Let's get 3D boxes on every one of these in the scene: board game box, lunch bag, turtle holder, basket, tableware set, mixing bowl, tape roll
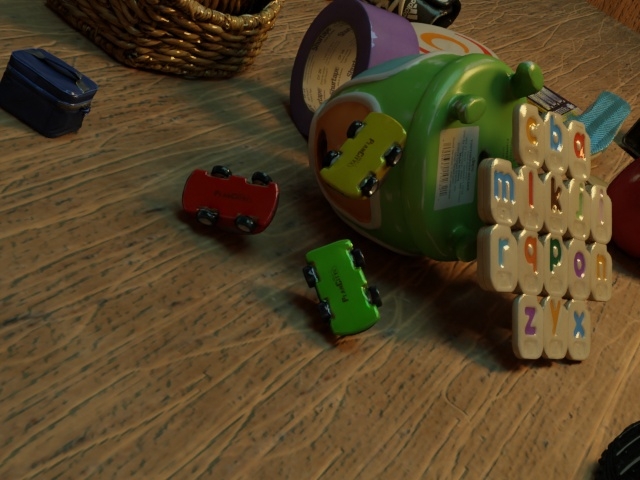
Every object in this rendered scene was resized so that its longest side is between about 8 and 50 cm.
[{"bbox_3d":[0.402,-0.244,2.127,0.141,0.048,0.170,37,25,13],"label":"board game box"},{"bbox_3d":[-0.282,-0.157,1.202,0.098,0.065,0.067,32,25,8],"label":"lunch bag"},{"bbox_3d":[0.133,-0.121,1.350,0.227,0.243,0.320,12,45,34],"label":"turtle holder"},{"bbox_3d":[-0.168,-0.357,1.526,0.213,0.223,0.299,39,25,21],"label":"basket"},{"bbox_3d":[0.512,-0.062,1.926,0.169,0.020,0.141,4,36,-46],"label":"tableware set"},{"bbox_3d":[0.484,-0.041,1.720,0.181,0.098,0.181,22,59,-43],"label":"mixing bowl"},{"bbox_3d":[0.042,-0.218,1.519,0.080,0.189,0.189,13,29,-33],"label":"tape roll"}]

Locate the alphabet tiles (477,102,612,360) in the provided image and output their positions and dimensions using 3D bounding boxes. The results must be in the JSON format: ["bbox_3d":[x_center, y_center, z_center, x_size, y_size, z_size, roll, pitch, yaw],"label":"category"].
[{"bbox_3d":[0.256,-0.005,1.294,0.021,0.278,0.284,-3,-7,40],"label":"alphabet tiles"}]

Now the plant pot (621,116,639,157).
[{"bbox_3d":[0.738,-0.189,2.242,0.167,0.187,0.188,22,22,-47],"label":"plant pot"}]

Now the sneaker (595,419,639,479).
[{"bbox_3d":[0.336,0.262,1.044,0.108,0.100,0.271,45,12,-28],"label":"sneaker"}]

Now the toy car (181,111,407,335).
[{"bbox_3d":[0.000,0.000,1.157,0.239,0.053,0.225,-19,65,-3],"label":"toy car"}]

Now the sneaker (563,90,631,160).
[{"bbox_3d":[0.469,-0.177,2.031,0.087,0.092,0.229,39,46,16],"label":"sneaker"}]

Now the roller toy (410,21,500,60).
[{"bbox_3d":[0.161,-0.224,1.709,0.191,0.146,0.209,0,33,-30],"label":"roller toy"}]

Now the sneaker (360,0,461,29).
[{"bbox_3d":[0.109,-0.503,2.167,0.447,0.169,0.257,6,31,-45],"label":"sneaker"}]
